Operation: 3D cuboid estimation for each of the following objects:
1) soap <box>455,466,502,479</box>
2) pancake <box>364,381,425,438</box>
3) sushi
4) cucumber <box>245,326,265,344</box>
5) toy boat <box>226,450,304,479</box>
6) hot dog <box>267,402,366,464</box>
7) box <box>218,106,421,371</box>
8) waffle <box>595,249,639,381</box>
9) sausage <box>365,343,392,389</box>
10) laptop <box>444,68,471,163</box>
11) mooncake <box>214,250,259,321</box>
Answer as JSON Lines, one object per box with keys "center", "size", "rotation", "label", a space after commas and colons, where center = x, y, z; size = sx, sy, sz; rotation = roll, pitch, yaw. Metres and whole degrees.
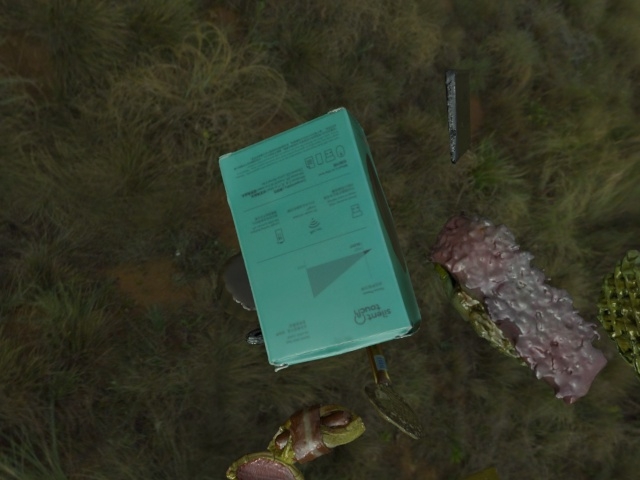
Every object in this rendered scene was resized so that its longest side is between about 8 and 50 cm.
{"center": [0.234, 0.512, 0.854], "size": [0.315, 0.091, 0.199], "rotation": [16, 96, -48], "label": "soap"}
{"center": [0.222, 0.492, 1.450], "size": [0.212, 0.029, 0.235], "rotation": [43, 9, 32], "label": "pancake"}
{"center": [0.229, 0.074, 0.623], "size": [0.107, 0.161, 0.241], "rotation": [-43, 85, 7], "label": "sushi"}
{"center": [-0.145, 0.344, 1.946], "size": [0.304, 0.072, 0.081], "rotation": [-21, 68, -20], "label": "cucumber"}
{"center": [-0.186, 0.760, 1.633], "size": [0.318, 0.099, 0.141], "rotation": [29, 89, -36], "label": "toy boat"}
{"center": [-0.026, 0.452, 1.181], "size": [0.093, 0.262, 0.123], "rotation": [51, 16, -35], "label": "hot dog"}
{"center": [0.000, 0.000, 0.703], "size": [0.118, 0.205, 0.311], "rotation": [8, 64, -69], "label": "box"}
{"center": [0.780, 0.192, 1.186], "size": [0.073, 0.297, 0.317], "rotation": [-13, 44, -14], "label": "waffle"}
{"center": [0.251, 0.531, 2.181], "size": [0.082, 0.082, 0.371], "rotation": [32, 19, -20], "label": "sausage"}
{"center": [0.223, -0.199, 0.783], "size": [0.197, 0.016, 0.135], "rotation": [-38, 124, -61], "label": "laptop"}
{"center": [-0.203, 0.143, 1.507], "size": [0.228, 0.124, 0.228], "rotation": [14, 45, -14], "label": "mooncake"}
